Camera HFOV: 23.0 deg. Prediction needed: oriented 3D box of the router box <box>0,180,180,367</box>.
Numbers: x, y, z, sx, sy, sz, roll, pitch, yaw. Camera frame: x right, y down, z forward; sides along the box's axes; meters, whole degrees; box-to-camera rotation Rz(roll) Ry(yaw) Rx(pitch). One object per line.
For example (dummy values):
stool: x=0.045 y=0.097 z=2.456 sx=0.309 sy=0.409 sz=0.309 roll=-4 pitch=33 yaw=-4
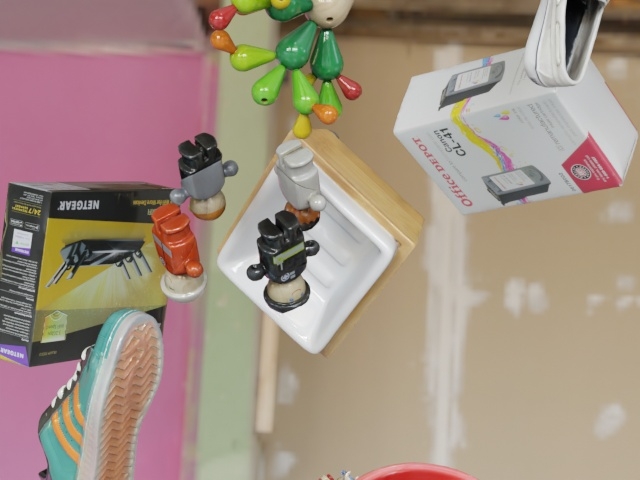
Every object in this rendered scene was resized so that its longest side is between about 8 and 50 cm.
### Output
router box: x=-0.328 y=0.040 z=2.233 sx=0.081 sy=0.243 sz=0.309 roll=12 pitch=9 yaw=29

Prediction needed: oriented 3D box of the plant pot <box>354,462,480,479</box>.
plant pot: x=0.074 y=0.393 z=1.613 sx=0.275 sy=0.275 sz=0.243 roll=8 pitch=-31 yaw=-20

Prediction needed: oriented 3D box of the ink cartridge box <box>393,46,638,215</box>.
ink cartridge box: x=0.305 y=-0.173 z=2.467 sx=0.306 sy=0.131 sz=0.226 roll=-13 pitch=-47 yaw=39

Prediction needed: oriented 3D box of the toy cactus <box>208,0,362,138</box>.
toy cactus: x=-0.013 y=-0.218 z=1.661 sx=0.219 sy=0.180 sz=0.112 roll=43 pitch=-15 yaw=-36

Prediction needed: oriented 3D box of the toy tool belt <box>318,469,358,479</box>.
toy tool belt: x=0.038 y=0.334 z=2.137 sx=0.083 sy=0.051 sz=0.052 roll=52 pitch=-10 yaw=-26

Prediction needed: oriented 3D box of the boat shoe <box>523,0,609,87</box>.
boat shoe: x=0.350 y=-0.338 z=2.140 sx=0.096 sy=0.268 sz=0.088 roll=18 pitch=-2 yaw=-37

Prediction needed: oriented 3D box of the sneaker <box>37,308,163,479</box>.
sneaker: x=-0.277 y=0.200 z=1.874 sx=0.121 sy=0.302 sz=0.108 roll=30 pitch=28 yaw=26

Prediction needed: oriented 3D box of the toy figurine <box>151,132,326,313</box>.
toy figurine: x=-0.099 y=-0.020 z=1.995 sx=0.213 sy=0.209 sz=0.148 roll=2 pitch=-44 yaw=9

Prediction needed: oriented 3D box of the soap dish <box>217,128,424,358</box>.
soap dish: x=0.000 y=0.000 z=2.193 sx=0.118 sy=0.229 sz=0.291 roll=-40 pitch=-10 yaw=-43
